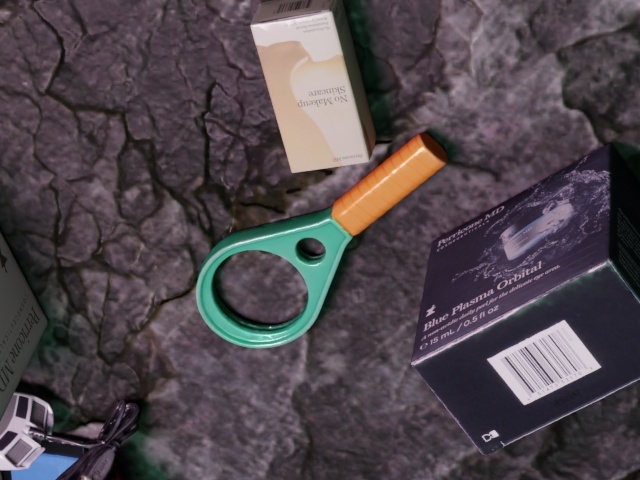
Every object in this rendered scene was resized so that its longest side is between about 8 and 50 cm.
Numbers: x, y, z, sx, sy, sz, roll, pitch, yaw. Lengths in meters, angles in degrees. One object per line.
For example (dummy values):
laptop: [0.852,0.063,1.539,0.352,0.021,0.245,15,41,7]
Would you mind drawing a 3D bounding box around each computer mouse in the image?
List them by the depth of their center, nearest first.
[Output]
computer mouse: [-0.244,0.149,1.412,0.193,0.106,0.042,16,147,14]

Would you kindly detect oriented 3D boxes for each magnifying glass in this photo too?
magnifying glass: [0.000,0.000,1.306,0.092,0.026,0.231,43,118,-15]

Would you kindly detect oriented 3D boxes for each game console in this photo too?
game console: [-0.202,0.235,1.451,0.085,0.124,0.144,-10,122,-15]

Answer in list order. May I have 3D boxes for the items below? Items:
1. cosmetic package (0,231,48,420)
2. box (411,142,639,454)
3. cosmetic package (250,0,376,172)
cosmetic package: [-0.318,0.045,1.316,0.151,0.151,0.183,-15,117,18]
box: [0.154,0.038,1.221,0.156,0.158,0.093,-30,112,24]
cosmetic package: [-0.004,-0.107,1.232,0.060,0.041,0.115,-9,118,15]
